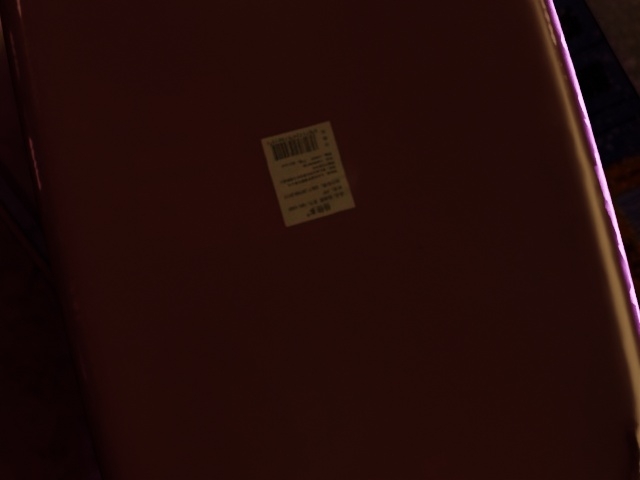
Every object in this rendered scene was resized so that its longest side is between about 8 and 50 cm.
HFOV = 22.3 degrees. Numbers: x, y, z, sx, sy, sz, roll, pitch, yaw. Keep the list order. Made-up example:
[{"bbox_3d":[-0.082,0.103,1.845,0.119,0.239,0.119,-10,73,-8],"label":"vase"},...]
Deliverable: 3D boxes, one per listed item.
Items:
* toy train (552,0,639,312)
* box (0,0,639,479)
[{"bbox_3d":[0.132,0.007,0.719,0.299,0.202,0.131,58,29,-12],"label":"toy train"},{"bbox_3d":[0.000,0.000,0.535,0.167,0.193,0.294,75,0,-78],"label":"box"}]
